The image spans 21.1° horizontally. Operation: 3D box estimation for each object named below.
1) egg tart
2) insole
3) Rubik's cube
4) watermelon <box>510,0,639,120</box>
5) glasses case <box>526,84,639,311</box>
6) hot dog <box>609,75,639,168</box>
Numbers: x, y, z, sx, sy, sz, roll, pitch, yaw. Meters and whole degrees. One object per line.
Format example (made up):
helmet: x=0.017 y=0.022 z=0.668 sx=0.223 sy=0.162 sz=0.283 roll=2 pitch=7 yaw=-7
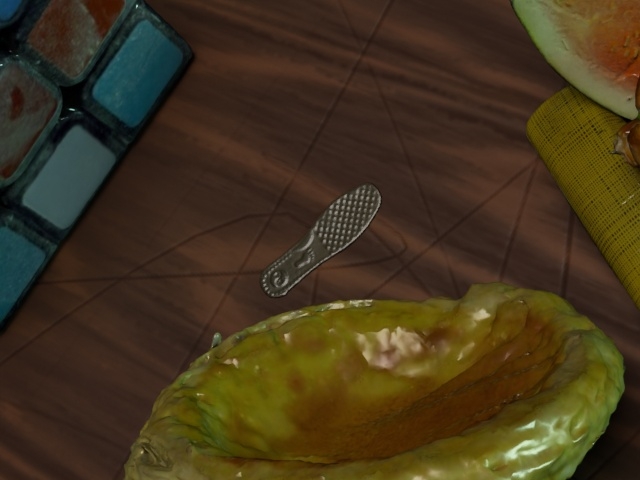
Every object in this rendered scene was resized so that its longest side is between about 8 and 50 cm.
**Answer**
egg tart: x=0.046 y=0.157 z=1.271 sx=0.388 sy=0.388 sz=0.169 roll=-9 pitch=110 yaw=21
insole: x=0.000 y=0.000 z=1.497 sx=0.135 sy=0.002 sz=0.045 roll=-41 pitch=60 yaw=6
Rubik's cube: x=-0.392 y=-0.174 z=1.543 sx=0.362 sy=0.359 sz=0.363 roll=28 pitch=82 yaw=31
watermelon: x=0.304 y=-0.146 z=1.342 sx=0.303 sy=0.159 sz=0.128 roll=6 pitch=98 yaw=15
glasses case: x=0.245 y=-0.027 z=1.360 sx=0.079 sy=0.064 sz=0.234 roll=-36 pitch=61 yaw=13
hot dog: x=0.377 y=-0.085 z=1.238 sx=0.337 sy=0.100 sz=0.135 roll=0 pitch=72 yaw=23
